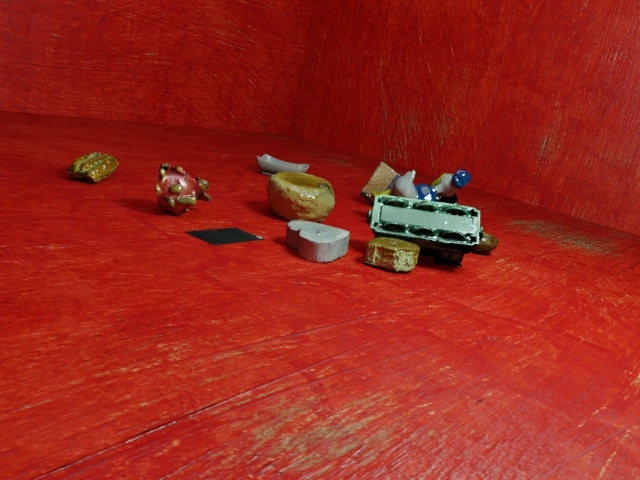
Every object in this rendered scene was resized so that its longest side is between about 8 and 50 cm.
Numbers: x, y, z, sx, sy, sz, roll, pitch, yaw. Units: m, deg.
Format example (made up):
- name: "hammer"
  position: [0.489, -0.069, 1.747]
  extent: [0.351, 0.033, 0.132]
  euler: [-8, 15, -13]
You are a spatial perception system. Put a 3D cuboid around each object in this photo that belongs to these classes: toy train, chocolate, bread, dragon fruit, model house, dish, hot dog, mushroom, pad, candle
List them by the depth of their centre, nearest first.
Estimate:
- name: "pad"
  position: [-0.250, -0.013, 1.691]
  extent: [0.116, 0.004, 0.193]
  euler: [21, 17, 34]
- name: "candle"
  position: [0.000, 0.000, 1.712]
  extent: [0.168, 0.068, 0.192]
  euler: [2, 19, -24]
- name: "bread"
  position: [0.190, 0.038, 1.720]
  extent: [0.140, 0.070, 0.128]
  euler: [15, 15, 15]
- name: "dragon fruit"
  position: [-0.391, -0.139, 1.807]
  extent: [0.149, 0.134, 0.207]
  euler: [13, 2, 38]
- name: "toy train"
  position: [0.293, -0.022, 1.838]
  extent: [0.329, 0.178, 0.139]
  euler: [8, 58, 6]
- name: "hot dog"
  position: [-0.715, -0.234, 2.040]
  extent: [0.115, 0.072, 0.269]
  euler: [18, 12, -10]
- name: "bread"
  position: [-0.061, -0.133, 2.058]
  extent: [0.244, 0.134, 0.244]
  euler: [14, 16, -4]
- name: "mushroom"
  position: [0.530, -0.004, 2.126]
  extent: [0.127, 0.087, 0.127]
  euler: [7, 16, -2]
- name: "chocolate"
  position: [0.441, -0.147, 2.514]
  extent: [0.176, 0.177, 0.177]
  euler: [11, 14, -3]
- name: "model house"
  position: [0.291, -0.189, 2.558]
  extent: [0.172, 0.167, 0.183]
  euler: [37, 9, 27]
- name: "dish"
  position: [-0.169, -0.311, 2.771]
  extent: [0.212, 0.077, 0.151]
  euler: [14, 13, 9]

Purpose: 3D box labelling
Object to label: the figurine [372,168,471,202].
- name: "figurine"
  position: [0.379, -0.138, 2.256]
  extent: [0.338, 0.284, 0.205]
  euler: [-26, 46, 9]
